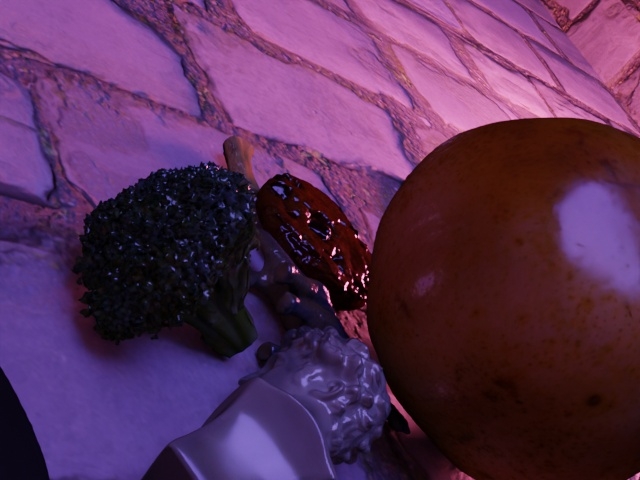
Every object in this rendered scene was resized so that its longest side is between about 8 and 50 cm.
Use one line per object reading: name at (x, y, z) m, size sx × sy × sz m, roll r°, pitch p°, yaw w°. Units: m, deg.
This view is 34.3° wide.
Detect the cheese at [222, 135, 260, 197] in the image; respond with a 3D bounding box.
cheese at (-0.093, -0.087, 1.250) m, size 0.044 × 0.030 × 0.083 m, roll 11°, pitch 51°, yaw -42°

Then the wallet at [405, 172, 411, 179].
wallet at (0.187, -0.014, 1.529) m, size 0.149 × 0.044 × 0.250 m, roll 32°, pitch 28°, yaw -14°

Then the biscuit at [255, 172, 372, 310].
biscuit at (0.000, 0.000, 1.228) m, size 0.192 × 0.049 × 0.192 m, roll 38°, pitch 30°, yaw -26°

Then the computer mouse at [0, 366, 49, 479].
computer mouse at (-0.245, 0.141, 0.618) m, size 0.170 × 0.100 × 0.269 m, roll 12°, pitch 40°, yaw -51°

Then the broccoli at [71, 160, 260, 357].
broccoli at (-0.122, 0.033, 0.942) m, size 0.194 × 0.194 × 0.220 m, roll 21°, pitch 11°, yaw -39°

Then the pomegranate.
pomegranate at (0.234, 0.075, 1.112) m, size 0.417 × 0.416 × 0.416 m, roll 33°, pitch 28°, yaw -20°

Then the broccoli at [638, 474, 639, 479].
broccoli at (0.375, 0.273, 0.921) m, size 0.288 × 0.260 × 0.235 m, roll 61°, pitch -8°, yaw -16°

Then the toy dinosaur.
toy dinosaur at (0.000, 0.088, 1.113) m, size 0.188 × 0.075 × 0.247 m, roll 33°, pitch 21°, yaw -42°

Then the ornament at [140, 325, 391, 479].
ornament at (-0.028, 0.163, 0.869) m, size 0.130 × 0.120 × 0.285 m, roll 47°, pitch 27°, yaw 3°
